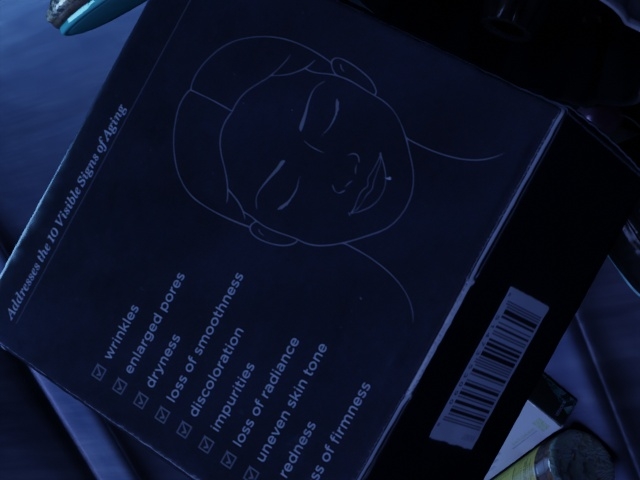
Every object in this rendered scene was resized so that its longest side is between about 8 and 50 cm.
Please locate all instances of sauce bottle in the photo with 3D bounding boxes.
[{"bbox_3d":[0.269,0.368,2.352,0.111,0.111,0.344,39,143,-1],"label":"sauce bottle"}]

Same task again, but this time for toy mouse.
[{"bbox_3d":[0.276,-0.155,1.892,0.161,0.031,0.143,45,141,-8],"label":"toy mouse"}]

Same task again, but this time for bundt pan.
[{"bbox_3d":[0.204,-0.260,1.704,0.331,0.124,0.331,21,167,5],"label":"bundt pan"}]

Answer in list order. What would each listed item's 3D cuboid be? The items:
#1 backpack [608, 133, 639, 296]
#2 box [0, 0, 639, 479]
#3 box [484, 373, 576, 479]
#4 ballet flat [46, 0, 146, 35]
[{"bbox_3d":[0.378,-0.029,1.843,0.166,0.144,0.188,-26,100,40],"label":"backpack"},{"bbox_3d":[-0.011,0.013,1.752,0.472,0.480,0.297,30,-178,28],"label":"box"},{"bbox_3d":[0.151,0.175,2.296,0.322,0.058,0.232,39,141,-3],"label":"box"},{"bbox_3d":[-0.140,-0.376,1.926,0.483,0.164,0.182,-14,97,38],"label":"ballet flat"}]
